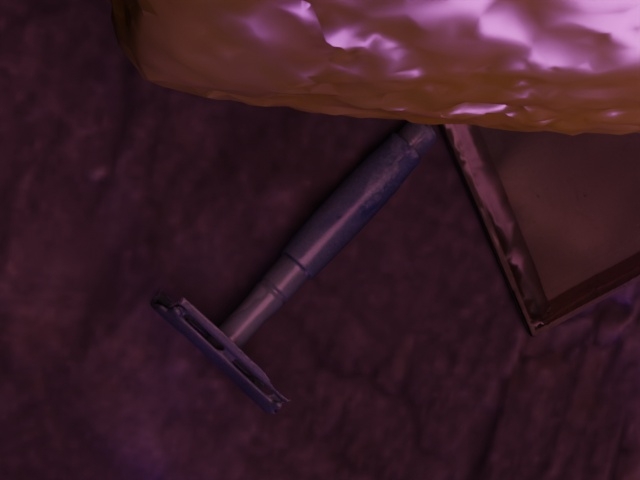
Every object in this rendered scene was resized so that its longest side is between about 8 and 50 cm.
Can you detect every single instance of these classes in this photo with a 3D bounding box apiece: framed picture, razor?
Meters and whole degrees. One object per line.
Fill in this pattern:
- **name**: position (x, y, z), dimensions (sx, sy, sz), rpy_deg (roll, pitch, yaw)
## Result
- **framed picture**: position (0.159, -0.082, 0.618), dimensions (0.231, 0.010, 0.173), rpy_deg (-26, 106, -9)
- **razor**: position (0.000, 0.000, 0.578), dimensions (0.068, 0.040, 0.135), rpy_deg (45, 82, -18)

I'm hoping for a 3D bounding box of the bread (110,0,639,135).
- **bread**: position (0.075, -0.200, 0.414), dimensions (0.308, 0.348, 0.348), rpy_deg (1, 100, -9)
